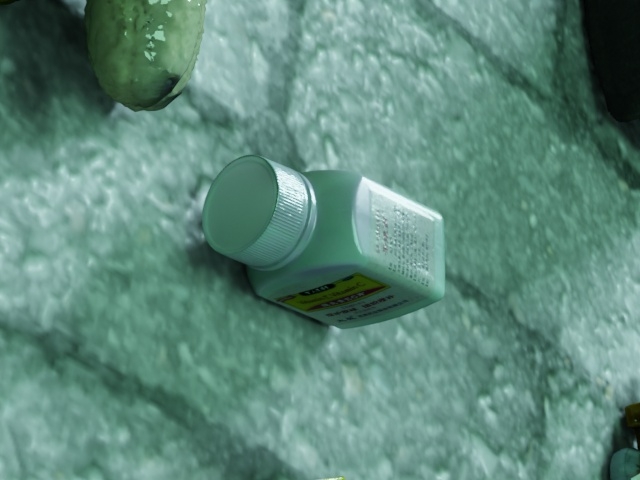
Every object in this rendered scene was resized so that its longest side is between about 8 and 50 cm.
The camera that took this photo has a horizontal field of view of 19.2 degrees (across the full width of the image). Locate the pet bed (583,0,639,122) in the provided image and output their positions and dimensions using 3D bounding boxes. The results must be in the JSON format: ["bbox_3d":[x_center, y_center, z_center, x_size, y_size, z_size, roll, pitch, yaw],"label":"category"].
[{"bbox_3d":[0.283,-0.168,1.256,0.159,0.211,0.183,32,54,-29],"label":"pet bed"}]

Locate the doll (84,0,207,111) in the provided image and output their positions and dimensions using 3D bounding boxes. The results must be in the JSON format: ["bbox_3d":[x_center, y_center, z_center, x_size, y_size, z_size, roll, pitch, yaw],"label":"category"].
[{"bbox_3d":[-0.090,-0.197,0.849,0.149,0.175,0.278,1,90,-36],"label":"doll"}]

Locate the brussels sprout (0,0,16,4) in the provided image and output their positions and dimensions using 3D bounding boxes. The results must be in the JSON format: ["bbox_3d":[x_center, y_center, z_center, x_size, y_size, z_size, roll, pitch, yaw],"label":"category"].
[{"bbox_3d":[-0.153,-0.136,0.830,0.083,0.046,0.051,49,50,-29],"label":"brussels sprout"}]

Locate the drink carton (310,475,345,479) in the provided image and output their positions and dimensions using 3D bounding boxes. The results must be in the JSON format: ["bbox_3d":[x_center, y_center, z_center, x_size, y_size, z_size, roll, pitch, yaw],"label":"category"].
[{"bbox_3d":[-0.048,0.147,0.844,0.165,0.056,0.071,1,79,-52],"label":"drink carton"}]

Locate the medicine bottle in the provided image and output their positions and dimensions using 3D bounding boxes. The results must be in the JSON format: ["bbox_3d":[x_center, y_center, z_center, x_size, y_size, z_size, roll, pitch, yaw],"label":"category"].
[{"bbox_3d":[0.000,0.000,0.944,0.118,0.074,0.055,26,58,-44],"label":"medicine bottle"}]

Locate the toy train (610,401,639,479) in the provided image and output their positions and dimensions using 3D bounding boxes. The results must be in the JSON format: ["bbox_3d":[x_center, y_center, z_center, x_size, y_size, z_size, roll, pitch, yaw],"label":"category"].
[{"bbox_3d":[0.250,0.183,1.181,0.127,0.089,0.219,12,66,-60],"label":"toy train"}]
